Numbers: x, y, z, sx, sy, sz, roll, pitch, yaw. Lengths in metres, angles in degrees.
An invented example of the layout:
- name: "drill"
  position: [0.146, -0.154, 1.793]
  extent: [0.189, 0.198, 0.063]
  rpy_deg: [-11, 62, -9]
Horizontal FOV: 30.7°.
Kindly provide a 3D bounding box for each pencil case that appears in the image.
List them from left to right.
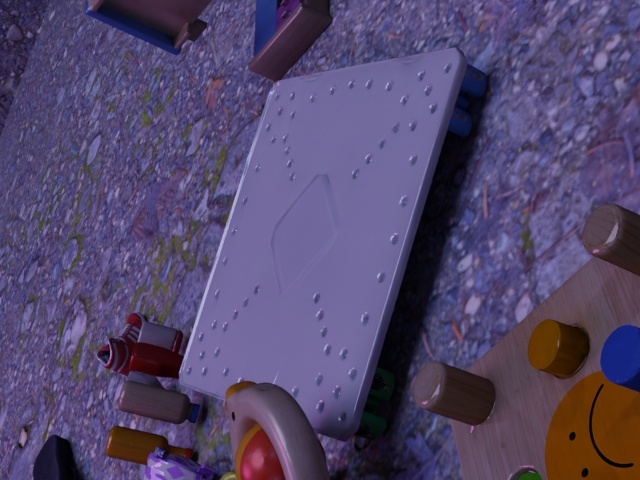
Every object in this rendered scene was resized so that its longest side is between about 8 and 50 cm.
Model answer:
- name: "pencil case"
  position: [-0.182, 0.346, 1.350]
  extent: [0.088, 0.086, 0.206]
  rpy_deg: [12, 83, 35]

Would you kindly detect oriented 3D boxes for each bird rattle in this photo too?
- name: "bird rattle"
  position: [-0.035, 0.230, 1.021]
  extent: [0.253, 0.143, 0.206]
  rpy_deg: [-154, 51, -72]

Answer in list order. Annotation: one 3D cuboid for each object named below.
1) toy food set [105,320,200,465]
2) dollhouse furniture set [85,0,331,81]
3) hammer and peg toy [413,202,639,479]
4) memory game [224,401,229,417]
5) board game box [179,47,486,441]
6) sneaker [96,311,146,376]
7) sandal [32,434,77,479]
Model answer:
- name: "toy food set"
  position: [-0.199, 0.189, 1.506]
  extent: [0.232, 0.105, 0.111]
  rpy_deg: [-87, 12, -66]
- name: "dollhouse furniture set"
  position: [-0.123, -0.396, 1.501]
  extent: [0.286, 0.303, 0.198]
  rpy_deg: [-42, 39, 43]
- name: "hammer and peg toy"
  position: [0.199, 0.165, 0.714]
  extent: [0.266, 0.127, 0.361]
  rpy_deg: [-49, 34, 32]
- name: "memory game"
  position: [-0.068, 0.133, 1.355]
  extent: [0.186, 0.012, 0.186]
  rpy_deg: [-42, 38, 43]
- name: "board game box"
  position: [0.000, 0.000, 1.260]
  extent: [0.390, 0.050, 0.389]
  rpy_deg: [4, 74, 59]
- name: "sneaker"
  position: [-0.290, 0.145, 1.697]
  extent: [0.042, 0.067, 0.118]
  rpy_deg: [-50, 33, 33]
- name: "sandal"
  position: [-0.397, 0.377, 1.767]
  extent: [0.097, 0.054, 0.254]
  rpy_deg: [-54, 20, 14]
